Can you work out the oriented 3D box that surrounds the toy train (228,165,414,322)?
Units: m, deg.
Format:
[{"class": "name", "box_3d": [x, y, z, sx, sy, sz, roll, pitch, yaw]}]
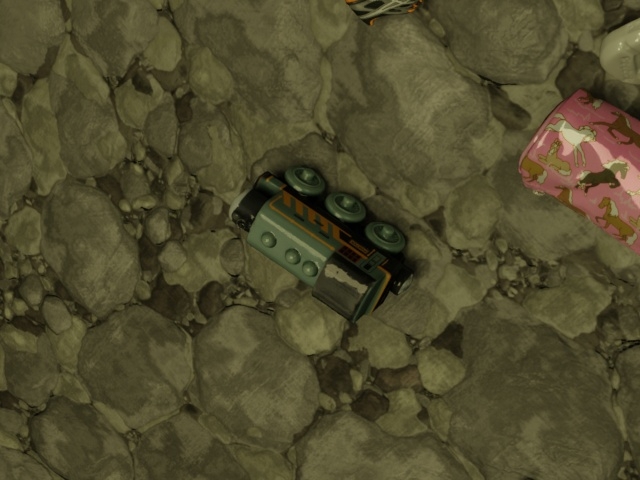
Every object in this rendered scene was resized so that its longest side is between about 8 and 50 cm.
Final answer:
[{"class": "toy train", "box_3d": [0.000, 0.000, 1.972, 0.334, 0.190, 0.142, 36, 124, 12]}]

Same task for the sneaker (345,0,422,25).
[{"class": "sneaker", "box_3d": [0.138, -0.399, 1.792, 0.215, 0.084, 0.083, -11, 132, 29]}]

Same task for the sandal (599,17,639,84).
[{"class": "sandal", "box_3d": [0.567, -0.332, 1.543, 0.416, 0.169, 0.102, -17, 61, 30]}]

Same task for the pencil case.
[{"class": "pencil case", "box_3d": [0.483, -0.059, 1.688, 0.386, 0.160, 0.167, 36, 157, 11]}]
